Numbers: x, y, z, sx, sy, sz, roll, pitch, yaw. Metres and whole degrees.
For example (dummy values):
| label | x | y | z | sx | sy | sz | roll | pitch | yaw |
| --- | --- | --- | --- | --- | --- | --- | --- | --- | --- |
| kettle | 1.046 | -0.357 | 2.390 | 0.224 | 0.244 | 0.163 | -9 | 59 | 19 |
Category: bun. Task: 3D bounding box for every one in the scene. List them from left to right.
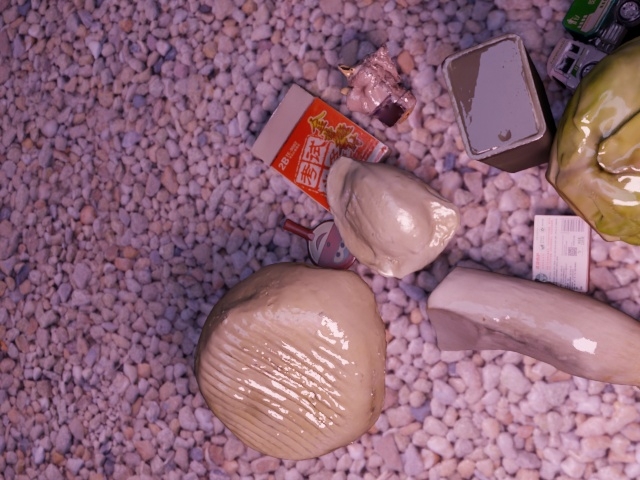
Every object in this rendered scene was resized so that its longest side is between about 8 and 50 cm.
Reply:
| label | x | y | z | sx | sy | sz | roll | pitch | yaw |
| --- | --- | --- | --- | --- | --- | --- | --- | --- | --- |
| bun | -0.047 | 0.197 | 1.444 | 0.326 | 0.234 | 0.362 | 8 | 119 | 0 |

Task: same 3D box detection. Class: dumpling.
| label | x | y | z | sx | sy | sz | roll | pitch | yaw |
| --- | --- | --- | --- | --- | --- | --- | --- | --- | --- |
| dumpling | 0.106 | -0.039 | 1.460 | 0.252 | 0.131 | 0.179 | 29 | 113 | 15 |

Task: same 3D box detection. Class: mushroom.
| label | x | y | z | sx | sy | sz | roll | pitch | yaw |
| --- | --- | --- | --- | --- | --- | --- | --- | --- | --- |
| mushroom | 0.368 | 0.145 | 1.327 | 0.397 | 0.177 | 0.126 | 12 | 56 | 25 |

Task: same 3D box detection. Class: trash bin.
| label | x | y | z | sx | sy | sz | roll | pitch | yaw |
| --- | --- | --- | --- | --- | --- | --- | --- | --- | --- |
| trash bin | 0.294 | -0.198 | 1.328 | 0.122 | 0.240 | 0.164 | -18 | 79 | 22 |

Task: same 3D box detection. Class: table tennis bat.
| label | x | y | z | sx | sy | sz | roll | pitch | yaw |
| --- | --- | --- | --- | --- | --- | --- | --- | --- | --- |
| table tennis bat | 0.000 | 0.000 | 1.566 | 0.154 | 0.019 | 0.098 | 26 | 97 | 20 |

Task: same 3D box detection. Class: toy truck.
| label | x | y | z | sx | sy | sz | roll | pitch | yaw |
| --- | --- | --- | --- | --- | --- | --- | --- | --- | --- |
| toy truck | 0.459 | -0.342 | 1.341 | 0.124 | 0.114 | 0.253 | 37 | 102 | 34 |

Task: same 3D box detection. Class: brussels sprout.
| label | x | y | z | sx | sy | sz | roll | pitch | yaw |
| --- | --- | --- | --- | --- | --- | --- | --- | --- | --- |
| brussels sprout | 0.497 | -0.138 | 1.223 | 0.328 | 0.247 | 0.328 | 0 | 88 | 11 |

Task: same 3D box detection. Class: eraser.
| label | x | y | z | sx | sy | sz | roll | pitch | yaw |
| --- | --- | --- | --- | --- | --- | --- | --- | --- | --- |
| eraser | -0.002 | -0.165 | 1.564 | 0.230 | 0.038 | 0.157 | 38 | 102 | 20 |

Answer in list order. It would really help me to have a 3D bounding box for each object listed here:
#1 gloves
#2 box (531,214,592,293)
| label | x | y | z | sx | sy | sz | roll | pitch | yaw |
| --- | --- | --- | --- | --- | --- | --- | --- | --- | --- |
| gloves | 0.103 | -0.267 | 1.496 | 0.110 | 0.094 | 0.144 | -23 | 100 | 44 |
| box | 0.391 | 0.022 | 1.380 | 0.089 | 0.043 | 0.125 | 3 | 88 | 23 |
